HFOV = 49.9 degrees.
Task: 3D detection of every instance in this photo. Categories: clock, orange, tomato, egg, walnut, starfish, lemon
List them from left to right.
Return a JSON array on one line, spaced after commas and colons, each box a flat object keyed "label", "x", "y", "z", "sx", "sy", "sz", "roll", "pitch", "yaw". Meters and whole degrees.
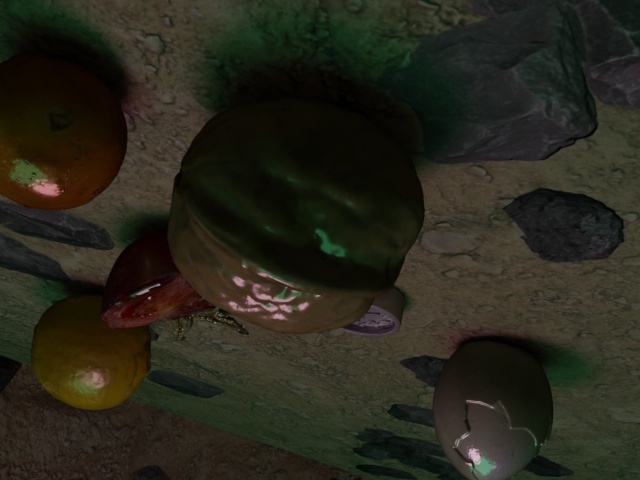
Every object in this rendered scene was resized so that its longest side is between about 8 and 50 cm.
[{"label": "orange", "x": -0.419, "y": -0.163, "z": 1.057, "sx": 0.240, "sy": 0.240, "sz": 0.240, "roll": 11, "pitch": 152, "yaw": 6}, {"label": "lemon", "x": -0.648, "y": 0.312, "z": 1.953, "sx": 0.348, "sy": 0.347, "sz": 0.348, "roll": 11, "pitch": 152, "yaw": 6}, {"label": "tomato", "x": -0.359, "y": 0.069, "z": 1.534, "sx": 0.309, "sy": 0.170, "sz": 0.309, "roll": -22, "pitch": 159, "yaw": -9}, {"label": "starfish", "x": -0.383, "y": 0.176, "z": 1.832, "sx": 0.347, "sy": 0.078, "sz": 0.358, "roll": -4, "pitch": 147, "yaw": 32}, {"label": "walnut", "x": -0.039, "y": -0.036, "z": 1.023, "sx": 0.382, "sy": 0.381, "sz": 0.381, "roll": 11, "pitch": 152, "yaw": 6}, {"label": "clock", "x": 0.091, "y": 0.152, "z": 1.576, "sx": 0.197, "sy": 0.068, "sz": 0.197, "roll": 11, "pitch": 153, "yaw": 6}, {"label": "egg", "x": 0.406, "y": 0.411, "z": 1.634, "sx": 0.279, "sy": 0.336, "sz": 0.278, "roll": 10, "pitch": 146, "yaw": 7}]
